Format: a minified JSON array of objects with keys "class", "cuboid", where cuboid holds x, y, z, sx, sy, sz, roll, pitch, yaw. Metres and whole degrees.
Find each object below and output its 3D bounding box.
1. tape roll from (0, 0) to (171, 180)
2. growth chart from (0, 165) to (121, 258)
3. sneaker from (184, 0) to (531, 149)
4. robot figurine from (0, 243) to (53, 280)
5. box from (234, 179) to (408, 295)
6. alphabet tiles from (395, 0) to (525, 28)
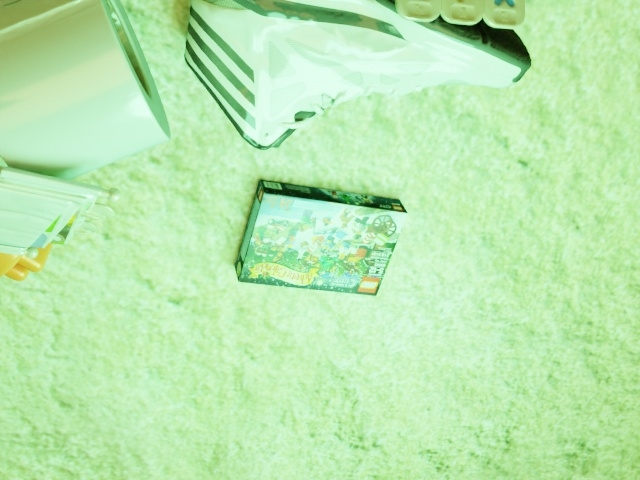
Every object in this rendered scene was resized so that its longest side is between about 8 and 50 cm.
[{"class":"tape roll","cuboid":[-0.297,-0.198,1.023,0.169,0.246,0.246,-22,126,-1]},{"class":"growth chart","cuboid":[-0.350,-0.027,1.032,0.172,0.021,0.237,16,151,-37]},{"class":"sneaker","cuboid":[0.036,-0.232,1.174,0.448,0.169,0.257,14,126,-15]},{"class":"robot figurine","cuboid":[-0.459,-0.031,1.158,0.219,0.158,0.128,38,84,-33]},{"class":"box","cuboid":[0.000,0.000,1.361,0.233,0.044,0.159,7,120,-20]},{"class":"alphabet tiles","cuboid":[0.166,-0.396,1.075,0.284,0.021,0.278,0,86,-17]}]
